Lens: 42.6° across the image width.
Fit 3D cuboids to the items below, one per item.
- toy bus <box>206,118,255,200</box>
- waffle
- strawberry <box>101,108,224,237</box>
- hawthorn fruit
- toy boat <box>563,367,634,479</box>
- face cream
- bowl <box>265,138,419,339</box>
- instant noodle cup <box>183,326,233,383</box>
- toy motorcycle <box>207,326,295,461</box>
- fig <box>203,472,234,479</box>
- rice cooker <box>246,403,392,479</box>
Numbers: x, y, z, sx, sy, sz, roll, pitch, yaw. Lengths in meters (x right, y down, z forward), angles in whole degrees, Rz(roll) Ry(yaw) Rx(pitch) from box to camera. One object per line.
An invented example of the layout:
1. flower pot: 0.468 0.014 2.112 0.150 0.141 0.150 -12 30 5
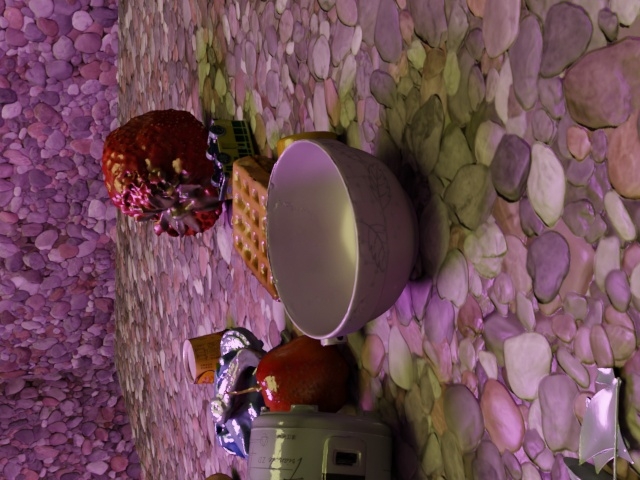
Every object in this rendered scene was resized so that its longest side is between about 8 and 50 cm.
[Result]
1. toy bus: -0.189 -0.176 1.778 0.088 0.101 0.175 112 150 -49
2. waffle: -0.088 -0.030 1.584 0.328 0.098 0.224 -139 48 -62
3. strawberry: -0.371 -0.195 2.005 0.267 0.312 0.351 -43 35 39
4. hawthorn fruit: -0.054 0.245 1.425 0.163 0.203 0.162 170 90 -67
5. toy boat: 0.277 0.208 0.830 0.105 0.034 0.149 140 120 -62
6. face cream: 0.000 0.000 1.359 0.105 0.105 0.348 164 99 -68
7. bowl: 0.040 -0.008 1.188 0.287 0.144 0.287 20 113 59
8. instant noodle cup: -0.278 0.303 2.094 0.151 0.122 0.151 172 90 -66
9. toy motorcycle: -0.136 0.344 1.677 0.241 0.182 0.319 -134 44 -56
10. fig: -0.276 0.699 2.184 0.121 0.136 0.153 -1 53 52
11. rice cooker: -0.003 0.377 1.263 0.241 0.281 0.227 147 131 -63
